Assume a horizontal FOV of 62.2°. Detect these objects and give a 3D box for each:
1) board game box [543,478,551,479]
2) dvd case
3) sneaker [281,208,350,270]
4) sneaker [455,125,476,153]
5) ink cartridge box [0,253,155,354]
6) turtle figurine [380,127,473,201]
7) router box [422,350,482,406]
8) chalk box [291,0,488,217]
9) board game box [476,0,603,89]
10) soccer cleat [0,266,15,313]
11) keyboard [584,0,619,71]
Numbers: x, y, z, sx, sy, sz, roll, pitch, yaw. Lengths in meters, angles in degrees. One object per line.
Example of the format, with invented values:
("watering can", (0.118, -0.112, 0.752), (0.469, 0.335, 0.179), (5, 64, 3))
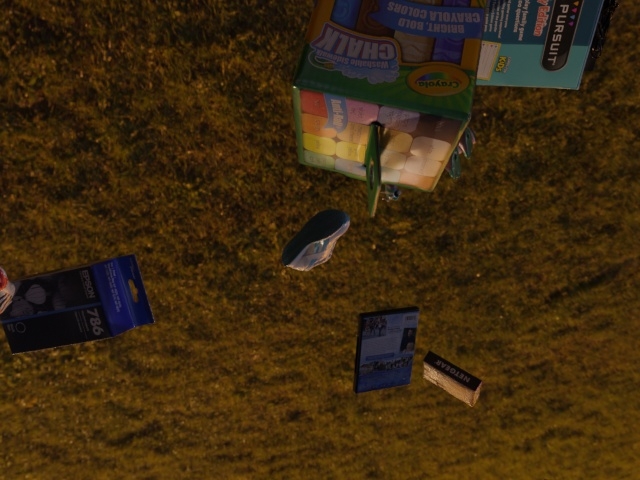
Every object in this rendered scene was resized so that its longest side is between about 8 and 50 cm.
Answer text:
("board game box", (0.295, 0.394, 0.669), (0.045, 0.146, 0.193), (4, 167, 25))
("dvd case", (0.184, 0.311, 1.502), (0.180, 0.022, 0.253), (-4, 111, -19))
("sneaker", (0.000, 0.000, 1.390), (0.092, 0.087, 0.229), (22, 133, -38))
("sneaker", (0.263, -0.252, 1.160), (0.075, 0.161, 0.057), (-40, 167, 3))
("ink cartridge box", (-0.538, 0.139, 1.147), (0.333, 0.165, 0.065), (-13, -172, 12))
("turtle figurine", (0.159, -0.163, 1.012), (0.234, 0.175, 0.118), (4, 149, 36))
("router box", (0.401, 0.425, 1.628), (0.046, 0.179, 0.133), (-50, 150, -24))
("chalk box", (0.072, -0.175, 0.606), (0.179, 0.288, 0.180), (13, 161, 4))
("board game box", (0.203, -0.340, 0.729), (0.336, 0.079, 0.253), (6, 144, 14))
("soccer cleat", (-0.375, 0.055, 0.622), (0.029, 0.035, 0.083), (30, 126, 3))
("keyboard", (0.425, -0.360, 0.815), (0.038, 0.100, 0.192), (7, 134, 12))
